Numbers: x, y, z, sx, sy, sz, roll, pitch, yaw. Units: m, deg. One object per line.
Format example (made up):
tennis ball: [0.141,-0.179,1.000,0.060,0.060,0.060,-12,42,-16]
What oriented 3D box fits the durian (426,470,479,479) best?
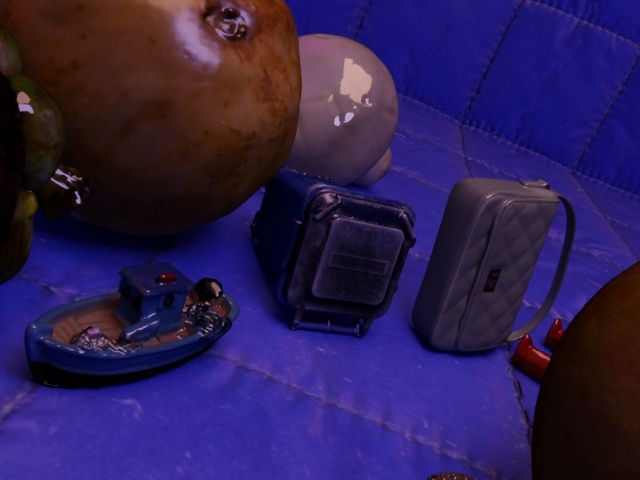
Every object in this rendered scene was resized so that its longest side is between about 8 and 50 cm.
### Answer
durian: [0.119,0.241,0.537,0.091,0.080,0.080,25,17,-40]

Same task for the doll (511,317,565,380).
doll: [0.454,0.234,0.832,0.384,0.099,0.188,34,25,30]

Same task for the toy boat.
toy boat: [-0.170,0.073,0.593,0.100,0.097,0.223,34,25,31]

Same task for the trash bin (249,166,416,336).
trash bin: [0.000,0.000,0.838,0.162,0.184,0.234,11,15,-26]

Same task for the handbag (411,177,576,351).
handbag: [0.253,0.040,0.849,0.219,0.256,0.079,3,24,-23]

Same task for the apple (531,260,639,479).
apple: [0.370,0.180,0.518,0.400,0.400,0.333,18,0,-12]

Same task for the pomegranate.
pomegranate: [-0.220,-0.186,0.791,0.410,0.410,0.410,19,24,-9]

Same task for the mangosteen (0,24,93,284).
mangosteen: [-0.363,-0.078,0.469,0.330,0.330,0.330,19,24,-9]

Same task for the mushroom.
mushroom: [0.020,-0.231,1.167,0.356,0.315,0.315,11,26,-20]
